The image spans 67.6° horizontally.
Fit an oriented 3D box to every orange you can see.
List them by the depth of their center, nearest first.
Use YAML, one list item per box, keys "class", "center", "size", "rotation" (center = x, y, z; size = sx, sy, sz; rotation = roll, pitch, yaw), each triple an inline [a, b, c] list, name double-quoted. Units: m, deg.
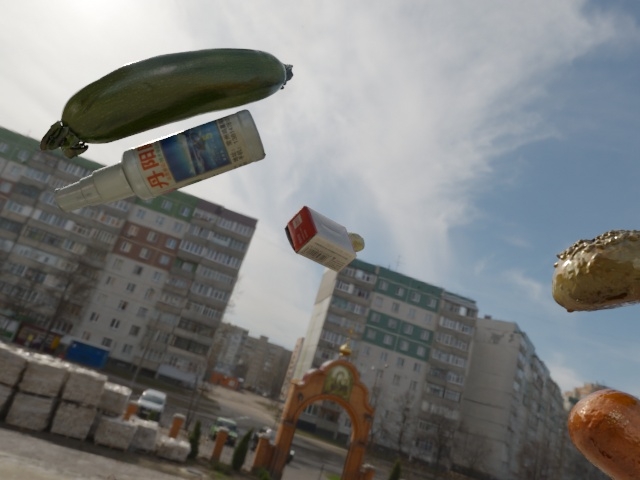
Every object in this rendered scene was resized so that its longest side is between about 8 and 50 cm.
- class: "orange"
  center: [0.626, 0.404, 0.972]
  size: [0.224, 0.170, 0.224]
  rotation: [37, -6, 4]

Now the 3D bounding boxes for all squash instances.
- class: "squash"
  center: [-0.147, -0.169, 0.527]
  size: [0.080, 0.319, 0.071]
  rotation: [1, -66, 55]

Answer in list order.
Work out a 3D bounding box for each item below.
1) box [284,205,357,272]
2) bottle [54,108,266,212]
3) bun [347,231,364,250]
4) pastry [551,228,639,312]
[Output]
- class: "box"
  center: [0.000, 0.000, 1.372]
  size: [0.182, 0.133, 0.099]
  rotation: [26, -61, -39]
- class: "bottle"
  center: [-0.168, -0.077, 0.506]
  size: [0.217, 0.060, 0.060]
  rotation: [-22, -21, -5]
- class: "bun"
  center: [0.092, 0.009, 1.623]
  size: [0.115, 0.069, 0.115]
  rotation: [-10, -11, -2]
- class: "pastry"
  center: [0.720, 0.066, 1.154]
  size: [0.285, 0.184, 0.316]
  rotation: [3, -18, -35]
